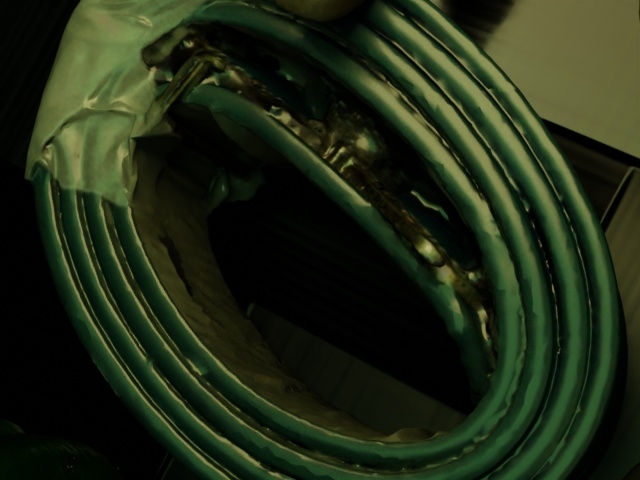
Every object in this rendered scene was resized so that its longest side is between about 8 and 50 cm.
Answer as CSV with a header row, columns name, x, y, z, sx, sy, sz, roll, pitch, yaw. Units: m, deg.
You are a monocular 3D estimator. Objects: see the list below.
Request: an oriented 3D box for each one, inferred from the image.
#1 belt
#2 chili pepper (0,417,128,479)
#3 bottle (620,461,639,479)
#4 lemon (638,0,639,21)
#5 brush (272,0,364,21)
name,x,y,z,sx,sy,sz,roll,pitch,yaw
belt,0.001,0.001,0.780,0.300,0.173,0.436,-43,68,3
chili pepper,-0.248,0.220,0.774,0.249,0.256,0.233,-5,76,11
bottle,0.282,0.096,0.636,0.171,0.171,0.351,47,110,23
lemon,0.283,-0.131,0.700,0.192,0.231,0.192,-18,35,13
brush,0.073,-0.232,0.768,0.070,0.065,0.327,32,49,16
